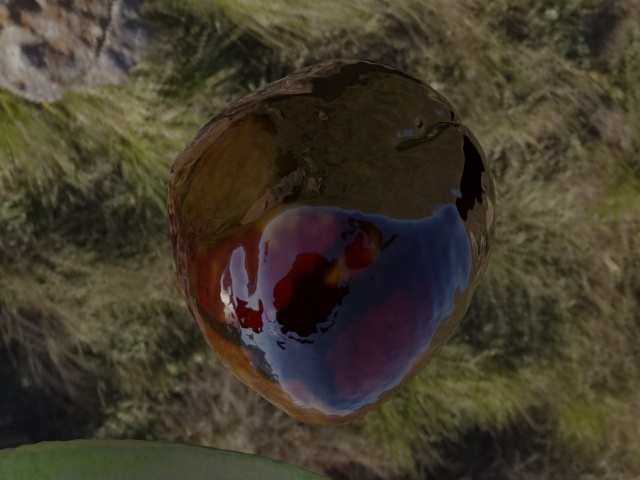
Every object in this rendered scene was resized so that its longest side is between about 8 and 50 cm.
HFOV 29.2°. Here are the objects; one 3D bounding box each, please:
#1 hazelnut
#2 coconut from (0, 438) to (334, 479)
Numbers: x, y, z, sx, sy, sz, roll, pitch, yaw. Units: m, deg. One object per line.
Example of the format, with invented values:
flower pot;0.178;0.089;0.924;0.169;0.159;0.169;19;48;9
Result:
hazelnut;0.000;0.000;0.788;0.218;0.234;0.218;16;134;17
coconut;-0.079;0.218;0.437;0.281;0.328;0.328;5;123;-16
